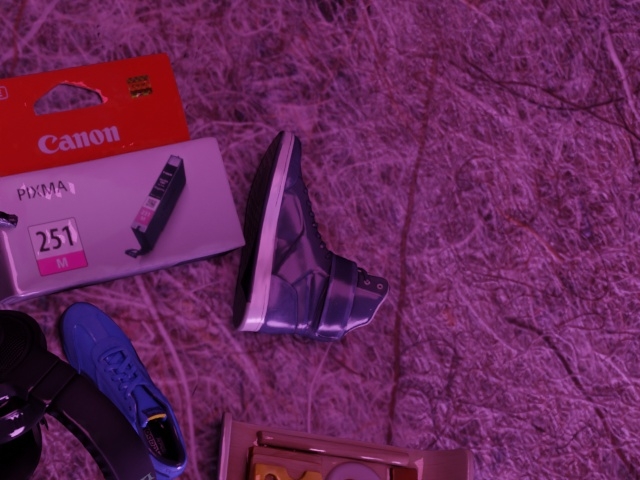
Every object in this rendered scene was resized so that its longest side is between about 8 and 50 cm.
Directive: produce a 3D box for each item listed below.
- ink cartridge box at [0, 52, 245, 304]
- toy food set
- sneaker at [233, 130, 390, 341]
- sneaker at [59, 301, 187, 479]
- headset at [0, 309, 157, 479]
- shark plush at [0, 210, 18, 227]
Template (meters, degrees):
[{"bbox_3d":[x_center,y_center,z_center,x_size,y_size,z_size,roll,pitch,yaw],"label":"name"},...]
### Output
[{"bbox_3d":[-0.237,-0.076,2.052,0.275,0.060,0.239,-13,85,-30],"label":"ink cartridge box"},{"bbox_3d":[0.021,0.311,2.067,0.306,0.092,0.219,12,72,-25],"label":"toy food set"},{"bbox_3d":[-0.001,0.001,2.131,0.163,0.086,0.226,10,82,-14],"label":"sneaker"},{"bbox_3d":[-0.197,0.152,2.000,0.069,0.082,0.209,-28,89,-29],"label":"sneaker"},{"bbox_3d":[-0.316,0.145,1.865,0.394,0.243,0.185,31,50,10],"label":"headset"},{"bbox_3d":[-0.385,-0.034,1.926,0.161,0.067,0.073,-9,83,-20],"label":"shark plush"}]
